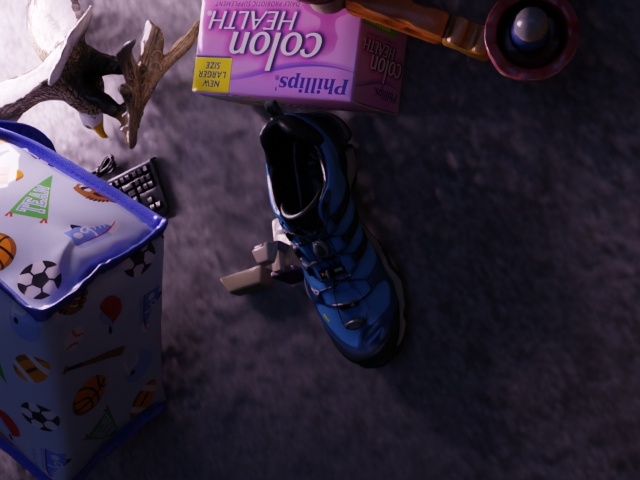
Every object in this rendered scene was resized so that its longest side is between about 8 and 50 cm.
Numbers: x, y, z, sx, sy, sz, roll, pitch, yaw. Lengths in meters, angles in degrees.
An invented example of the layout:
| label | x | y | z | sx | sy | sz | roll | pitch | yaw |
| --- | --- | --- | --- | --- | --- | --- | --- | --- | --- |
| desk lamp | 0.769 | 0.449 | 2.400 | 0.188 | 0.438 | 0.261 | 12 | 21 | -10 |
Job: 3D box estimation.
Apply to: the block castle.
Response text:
| label | x | y | z | sx | sy | sz | roll | pitch | yaw |
| --- | --- | --- | --- | --- | --- | --- | --- | --- | --- |
| block castle | 0.155 | -0.397 | 1.036 | 0.302 | 0.213 | 0.454 | 21 | 93 | 5 |

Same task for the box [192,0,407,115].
| label | x | y | z | sx | sy | sz | roll | pitch | yaw |
| --- | --- | --- | --- | --- | --- | --- | --- | --- | --- |
| box | -0.016 | -0.273 | 1.256 | 0.213 | 0.117 | 0.243 | 8 | 93 | 30 |

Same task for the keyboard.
| label | x | y | z | sx | sy | sz | roll | pitch | yaw |
| --- | --- | --- | --- | --- | --- | --- | --- | --- | --- |
| keyboard | -0.281 | -0.054 | 1.457 | 0.180 | 0.023 | 0.108 | -24 | 77 | 26 |

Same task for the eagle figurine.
| label | x | y | z | sx | sy | sz | roll | pitch | yaw |
| --- | --- | --- | --- | --- | --- | --- | --- | --- | --- |
| eagle figurine | -0.333 | -0.209 | 1.400 | 0.298 | 0.226 | 0.225 | 17 | 117 | 24 |

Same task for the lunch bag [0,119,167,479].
| label | x | y | z | sx | sy | sz | roll | pitch | yaw |
| --- | --- | --- | --- | --- | --- | --- | --- | --- | --- |
| lunch bag | -0.374 | 0.050 | 1.331 | 0.385 | 0.239 | 0.328 | 28 | 134 | 24 |

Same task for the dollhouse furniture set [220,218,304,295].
| label | x | y | z | sx | sy | sz | roll | pitch | yaw |
| --- | --- | --- | --- | --- | --- | --- | --- | --- | --- |
| dollhouse furniture set | -0.081 | 0.010 | 1.315 | 0.114 | 0.091 | 0.081 | -19 | 64 | 31 |

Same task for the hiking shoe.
| label | x | y | z | sx | sy | sz | roll | pitch | yaw |
| --- | --- | --- | --- | --- | --- | --- | --- | --- | --- |
| hiking shoe | 0.000 | 0.000 | 1.228 | 0.113 | 0.132 | 0.304 | -24 | 79 | 25 |
